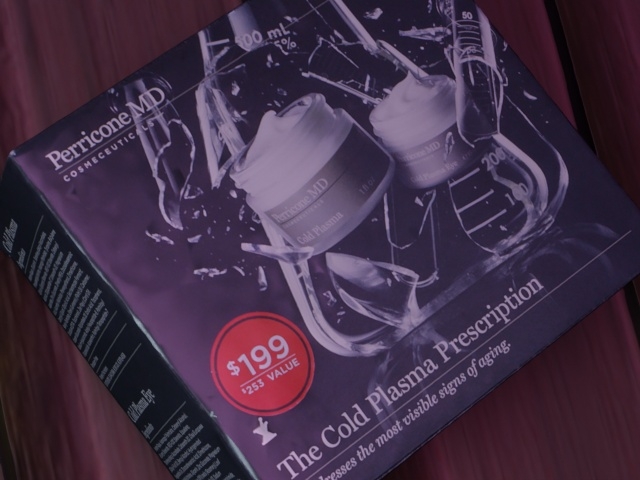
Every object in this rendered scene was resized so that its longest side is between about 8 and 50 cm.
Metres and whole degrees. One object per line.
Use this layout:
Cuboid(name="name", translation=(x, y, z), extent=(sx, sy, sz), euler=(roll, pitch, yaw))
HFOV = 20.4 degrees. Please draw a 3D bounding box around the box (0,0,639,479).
Cuboid(name="box", translation=(0.000, 0.000, 1.245), extent=(0.343, 0.179, 0.312), euler=(-36, 84, -22))
